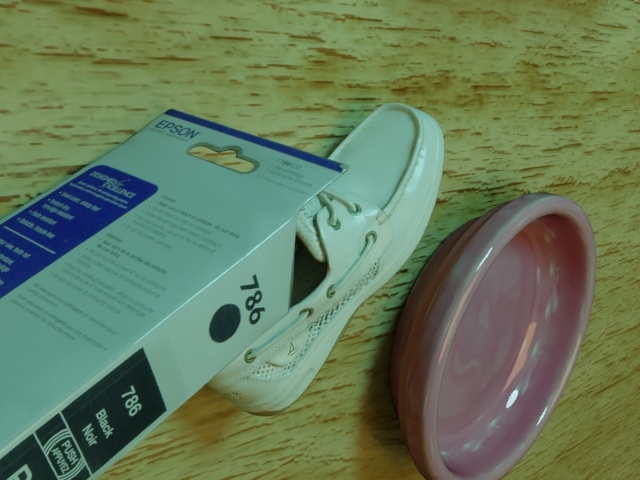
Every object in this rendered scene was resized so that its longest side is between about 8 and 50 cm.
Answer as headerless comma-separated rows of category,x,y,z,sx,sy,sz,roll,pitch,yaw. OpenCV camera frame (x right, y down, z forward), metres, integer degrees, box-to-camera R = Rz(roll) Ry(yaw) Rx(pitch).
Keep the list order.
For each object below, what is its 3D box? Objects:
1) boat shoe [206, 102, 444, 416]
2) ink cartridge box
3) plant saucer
boat shoe,0.000,0.000,0.677,0.277,0.098,0.096,-59,142,-11
ink cartridge box,-0.143,0.047,0.472,0.333,0.165,0.065,-40,134,-31
plant saucer,0.181,0.103,0.956,0.332,0.084,0.332,-26,126,-42
